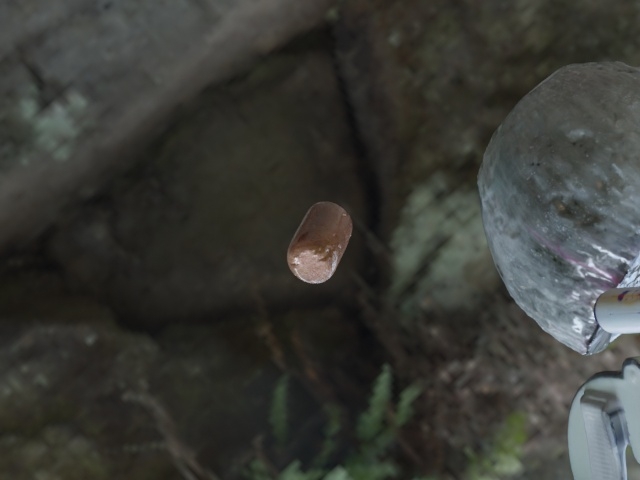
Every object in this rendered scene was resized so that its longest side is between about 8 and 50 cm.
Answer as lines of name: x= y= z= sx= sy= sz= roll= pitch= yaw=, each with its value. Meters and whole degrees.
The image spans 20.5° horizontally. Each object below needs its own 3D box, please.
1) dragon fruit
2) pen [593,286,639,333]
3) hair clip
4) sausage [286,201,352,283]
dragon fruit: x=0.255 y=-0.037 z=1.791 sx=0.204 sy=0.221 sz=0.283 roll=-33 pitch=154 yaw=-40
pen: x=0.249 y=0.037 z=1.025 sx=0.033 sy=0.033 sz=0.269 roll=-42 pitch=-164 yaw=-23
hair clip: x=0.233 y=0.193 z=1.388 sx=0.054 sy=0.220 sz=0.140 roll=-10 pitch=-172 yaw=-21
sausage: x=0.000 y=0.000 z=1.140 sx=0.034 sy=0.034 sz=0.083 roll=-41 pitch=-170 yaw=23
